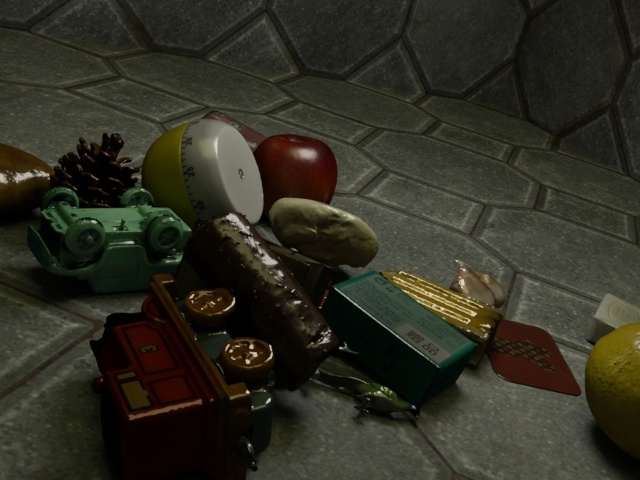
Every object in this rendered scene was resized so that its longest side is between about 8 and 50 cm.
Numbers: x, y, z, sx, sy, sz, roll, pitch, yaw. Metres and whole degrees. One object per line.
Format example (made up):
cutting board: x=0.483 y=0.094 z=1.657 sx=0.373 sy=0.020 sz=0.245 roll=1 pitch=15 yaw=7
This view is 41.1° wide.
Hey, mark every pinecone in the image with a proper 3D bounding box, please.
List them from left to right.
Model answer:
pinecone: x=-0.433 y=-0.103 z=1.637 sx=0.168 sy=0.212 sz=0.185 roll=3 pitch=18 yaw=-28

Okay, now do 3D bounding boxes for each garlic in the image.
garlic: x=0.329 y=0.110 z=1.821 sx=0.174 sy=0.099 sz=0.124 roll=-7 pitch=39 yaw=-47

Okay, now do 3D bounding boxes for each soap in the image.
soap: x=0.217 y=0.142 z=1.679 sx=0.257 sy=0.080 sz=0.160 roll=22 pitch=22 yaw=18
soap: x=0.666 y=0.191 z=1.901 sx=0.121 sy=0.064 sz=0.183 roll=26 pitch=24 yaw=18

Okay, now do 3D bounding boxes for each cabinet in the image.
cabinet: x=-0.111 y=0.066 z=1.481 sx=0.215 sy=0.148 sz=0.175 roll=23 pitch=3 yaw=15

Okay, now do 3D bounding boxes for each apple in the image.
apple: x=-0.067 y=-0.148 z=2.021 sx=0.218 sy=0.201 sz=0.218 roll=12 pitch=20 yaw=-4

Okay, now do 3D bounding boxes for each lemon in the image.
lemon: x=0.573 y=0.260 z=1.450 sx=0.235 sy=0.236 sz=0.263 roll=8 pitch=-3 yaw=-20

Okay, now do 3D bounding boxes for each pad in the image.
pad: x=0.411 y=0.225 z=1.721 sx=0.181 sy=0.004 sz=0.267 roll=14 pitch=21 yaw=-8

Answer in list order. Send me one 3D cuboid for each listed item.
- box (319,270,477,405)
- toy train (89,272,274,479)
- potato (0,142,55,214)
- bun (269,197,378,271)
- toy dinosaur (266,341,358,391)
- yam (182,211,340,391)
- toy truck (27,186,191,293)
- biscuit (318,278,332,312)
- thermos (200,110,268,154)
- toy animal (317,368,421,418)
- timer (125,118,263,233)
box: x=0.132 y=0.167 z=1.508 sx=0.245 sy=0.092 sz=0.153 roll=36 pitch=29 yaw=25
toy train: x=-0.194 y=0.198 z=1.170 sx=0.231 sy=0.163 sz=0.369 roll=-7 pitch=30 yaw=-27
potato: x=-0.680 y=-0.126 z=1.614 sx=0.369 sy=0.177 sz=0.195 roll=2 pitch=-2 yaw=-40
bun: x=0.000 y=0.000 z=1.769 sx=0.237 sy=0.116 sz=0.210 roll=22 pitch=-16 yaw=4
toy dinosaur: x=-0.035 y=0.195 z=1.391 sx=0.208 sy=0.039 sz=0.082 roll=-10 pitch=25 yaw=-19
yam: x=-0.087 y=0.089 z=1.318 sx=0.280 sy=0.131 sz=0.131 roll=50 pitch=31 yaw=11
toy truck: x=-0.368 y=0.002 z=1.511 sx=0.278 sy=0.156 sz=0.155 roll=-3 pitch=29 yaw=-38
biscuit: x=-0.015 y=0.102 z=1.677 sx=0.186 sy=0.036 sz=0.192 roll=15 pitch=21 yaw=-9
thermos: x=-0.194 y=-0.235 z=2.266 sx=0.330 sy=0.110 sz=0.136 roll=31 pitch=26 yaw=32
toy animal: x=0.055 y=0.246 z=1.375 sx=0.216 sy=0.041 sz=0.075 roll=17 pitch=15 yaw=11
timer: x=-0.280 y=-0.101 z=1.745 sx=0.285 sy=0.285 sz=0.285 roll=14 pitch=22 yaw=-6
